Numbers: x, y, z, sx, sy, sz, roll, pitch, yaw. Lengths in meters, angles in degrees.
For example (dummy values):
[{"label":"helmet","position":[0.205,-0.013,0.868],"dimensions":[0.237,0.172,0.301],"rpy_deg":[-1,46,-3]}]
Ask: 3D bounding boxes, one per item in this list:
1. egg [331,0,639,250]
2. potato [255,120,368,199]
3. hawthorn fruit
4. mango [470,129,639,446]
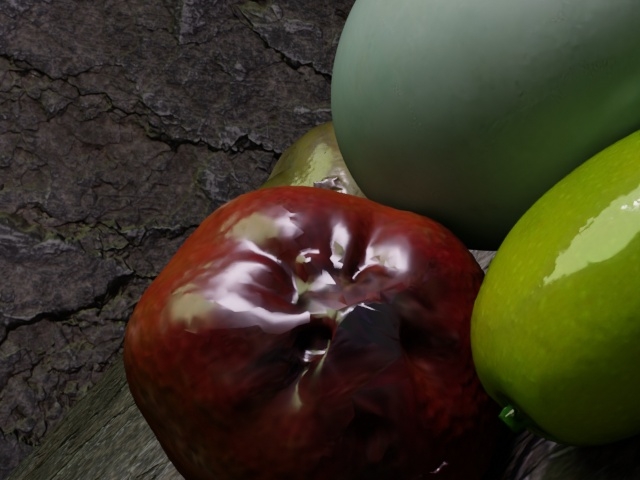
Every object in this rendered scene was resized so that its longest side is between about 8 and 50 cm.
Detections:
[{"label":"egg","position":[0.163,-0.138,1.045],"dimensions":[0.389,0.276,0.276],"rpy_deg":[-39,9,50]},{"label":"potato","position":[0.001,0.003,1.711],"dimensions":[0.218,0.202,0.351],"rpy_deg":[-18,37,41]},{"label":"hawthorn fruit","position":[-0.006,0.096,1.036],"dimensions":[0.295,0.295,0.311],"rpy_deg":[-45,13,-14]},{"label":"mango","position":[0.243,-0.004,0.862],"dimensions":[0.343,0.156,0.192],"rpy_deg":[-37,21,12]}]
